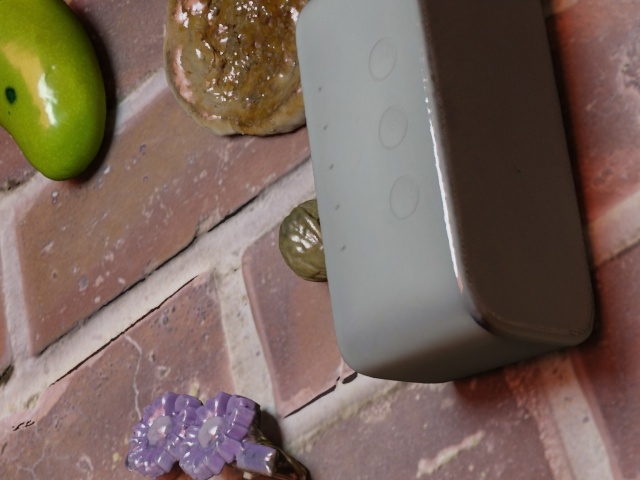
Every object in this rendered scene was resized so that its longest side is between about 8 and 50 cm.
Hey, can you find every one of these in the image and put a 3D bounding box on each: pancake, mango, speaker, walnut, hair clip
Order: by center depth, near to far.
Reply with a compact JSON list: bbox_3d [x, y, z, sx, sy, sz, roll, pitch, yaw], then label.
[{"bbox_3d":[0.106,-0.075,1.569,0.184,0.183,0.406,-27,62,43],"label":"speaker"},{"bbox_3d":[0.000,0.000,1.727,0.092,0.092,0.092,-17,65,40],"label":"walnut"},{"bbox_3d":[-0.121,0.211,1.785,0.292,0.084,0.106,1,59,50],"label":"hair clip"},{"bbox_3d":[-0.078,-0.243,1.880,0.282,0.049,0.282,0,89,43],"label":"pancake"},{"bbox_3d":[-0.354,-0.204,2.109,0.175,0.143,0.293,-47,58,26],"label":"mango"}]
